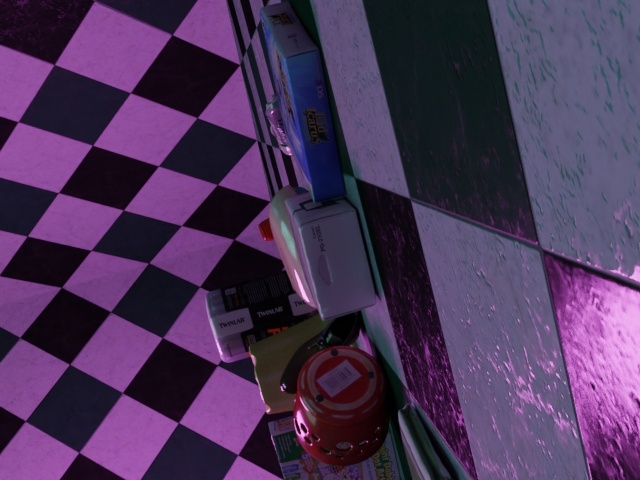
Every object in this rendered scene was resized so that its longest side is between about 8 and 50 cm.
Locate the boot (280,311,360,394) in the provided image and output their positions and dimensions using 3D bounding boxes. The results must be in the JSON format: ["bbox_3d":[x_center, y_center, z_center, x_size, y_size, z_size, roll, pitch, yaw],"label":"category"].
[{"bbox_3d":[-0.001,0.220,1.647,0.082,0.219,0.106,40,157,16],"label":"boot"}]

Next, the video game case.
[{"bbox_3d":[-0.034,-0.239,1.373,0.244,0.061,0.269,-115,10,-54],"label":"video game case"}]

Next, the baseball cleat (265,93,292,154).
[{"bbox_3d":[-0.071,-0.255,1.788,0.109,0.072,0.206,60,178,8],"label":"baseball cleat"}]

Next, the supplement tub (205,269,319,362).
[{"bbox_3d":[-0.134,0.198,2.218,0.207,0.338,0.207,164,90,-85],"label":"supplement tub"}]

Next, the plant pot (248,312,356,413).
[{"bbox_3d":[-0.039,0.316,2.022,0.276,0.254,0.276,164,90,-86],"label":"plant pot"}]

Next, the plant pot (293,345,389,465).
[{"bbox_3d":[0.043,0.314,1.546,0.174,0.191,0.191,91,163,-51],"label":"plant pot"}]

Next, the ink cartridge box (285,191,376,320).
[{"bbox_3d":[0.014,0.015,1.396,0.237,0.100,0.172,-121,16,-75],"label":"ink cartridge box"}]

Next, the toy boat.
[{"bbox_3d":[-0.027,-0.013,1.674,0.318,0.148,0.267,-136,25,-66],"label":"toy boat"}]

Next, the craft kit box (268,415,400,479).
[{"bbox_3d":[0.036,0.468,1.727,0.061,0.247,0.250,-123,17,-64],"label":"craft kit box"}]

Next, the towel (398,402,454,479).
[{"bbox_3d":[0.185,0.433,1.196,0.248,0.038,0.325,-119,13,-75],"label":"towel"}]
